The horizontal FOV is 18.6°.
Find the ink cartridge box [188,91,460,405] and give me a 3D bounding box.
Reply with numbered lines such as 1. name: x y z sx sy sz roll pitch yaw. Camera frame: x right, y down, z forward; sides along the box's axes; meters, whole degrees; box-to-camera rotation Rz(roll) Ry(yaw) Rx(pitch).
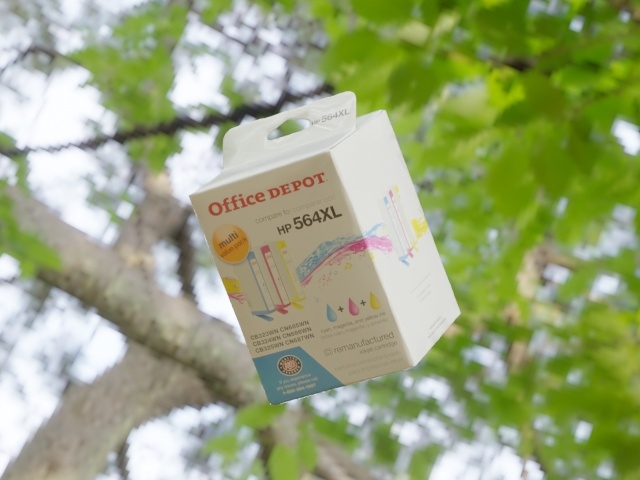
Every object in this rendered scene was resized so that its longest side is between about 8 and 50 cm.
1. ink cartridge box: 0.000 0.000 1.058 0.092 0.090 0.143 -17 -79 25
